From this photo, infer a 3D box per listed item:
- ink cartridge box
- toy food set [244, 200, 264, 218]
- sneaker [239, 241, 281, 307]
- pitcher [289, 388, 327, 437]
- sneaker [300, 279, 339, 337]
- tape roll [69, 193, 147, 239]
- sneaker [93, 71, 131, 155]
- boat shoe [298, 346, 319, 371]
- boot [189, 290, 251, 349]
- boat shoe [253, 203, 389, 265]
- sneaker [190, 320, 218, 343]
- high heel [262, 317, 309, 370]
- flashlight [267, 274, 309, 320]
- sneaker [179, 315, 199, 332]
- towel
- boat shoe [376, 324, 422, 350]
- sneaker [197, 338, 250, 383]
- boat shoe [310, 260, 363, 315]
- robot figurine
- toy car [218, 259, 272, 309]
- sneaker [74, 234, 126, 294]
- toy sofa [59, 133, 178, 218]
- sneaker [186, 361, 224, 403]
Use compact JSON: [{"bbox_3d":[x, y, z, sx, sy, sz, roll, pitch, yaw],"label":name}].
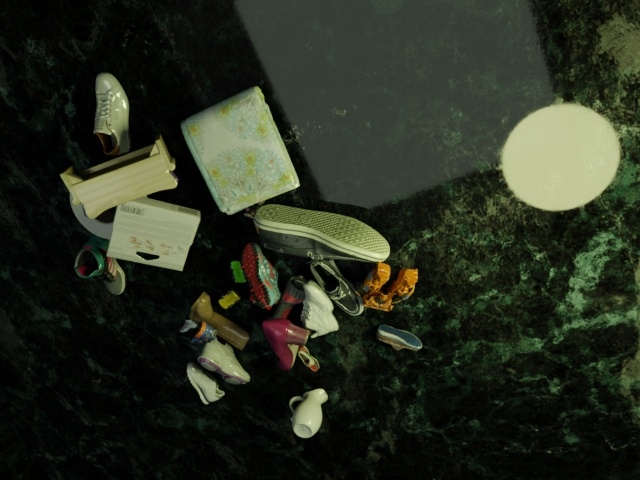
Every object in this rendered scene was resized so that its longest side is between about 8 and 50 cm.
[{"bbox_3d":[-0.647,-0.029,1.757,0.296,0.066,0.261,14,119,-24],"label":"ink cartridge box"},{"bbox_3d":[-0.254,-0.137,1.710,0.077,0.019,0.122,19,117,3],"label":"toy food set"},{"bbox_3d":[-0.231,0.132,1.788,0.104,0.125,0.262,-21,83,30],"label":"sneaker"},{"bbox_3d":[-0.073,0.752,1.980,0.177,0.207,0.126,-14,110,20],"label":"pitcher"},{"bbox_3d":[-0.018,0.274,1.738,0.129,0.111,0.297,-29,129,-13],"label":"sneaker"},{"bbox_3d":[-0.833,-0.149,1.794,0.286,0.100,0.286,5,115,10],"label":"tape roll"},{"bbox_3d":[-0.758,-0.447,1.626,0.105,0.123,0.290,2,114,14],"label":"sneaker"},{"bbox_3d":[-0.053,0.518,1.957,0.049,0.043,0.137,-26,108,20],"label":"boat shoe"},{"bbox_3d":[-0.411,0.339,1.910,0.269,0.089,0.236,33,148,-2],"label":"boot"},{"bbox_3d":[0.000,0.000,1.633,0.499,0.187,0.156,12,125,10],"label":"boat shoe"},{"bbox_3d":[-0.486,0.400,1.900,0.087,0.083,0.221,26,156,-12],"label":"sneaker"},{"bbox_3d":[-0.172,0.416,1.843,0.181,0.127,0.377,19,139,-5],"label":"high heel"},{"bbox_3d":[-0.129,0.281,1.838,0.103,0.103,0.304,47,127,32],"label":"flashlight"},{"bbox_3d":[-0.595,0.364,2.015,0.098,0.038,0.069,-24,106,12],"label":"sneaker"},{"bbox_3d":[-0.280,-0.303,1.600,0.320,0.090,0.375,-19,106,17],"label":"towel"},{"bbox_3d":[0.312,0.397,1.811,0.183,0.066,0.066,23,123,13],"label":"boat shoe"},{"bbox_3d":[-0.402,0.533,2.007,0.114,0.152,0.305,-13,135,28],"label":"sneaker"},{"bbox_3d":[0.061,0.182,1.740,0.108,0.102,0.301,-27,106,23],"label":"boat shoe"},{"bbox_3d":[0.233,0.175,1.642,0.210,0.085,0.291,12,149,-4],"label":"robot figurine"},{"bbox_3d":[-0.313,0.175,1.852,0.238,0.053,0.225,-2,114,13],"label":"toy car"},{"bbox_3d":[-0.923,0.128,1.898,0.123,0.178,0.296,-1,114,13],"label":"sneaker"},{"bbox_3d":[-0.697,-0.230,1.611,0.362,0.150,0.177,-23,116,-9],"label":"toy sofa"},{"bbox_3d":[-0.540,0.652,2.118,0.094,0.090,0.235,-23,112,8],"label":"sneaker"}]
